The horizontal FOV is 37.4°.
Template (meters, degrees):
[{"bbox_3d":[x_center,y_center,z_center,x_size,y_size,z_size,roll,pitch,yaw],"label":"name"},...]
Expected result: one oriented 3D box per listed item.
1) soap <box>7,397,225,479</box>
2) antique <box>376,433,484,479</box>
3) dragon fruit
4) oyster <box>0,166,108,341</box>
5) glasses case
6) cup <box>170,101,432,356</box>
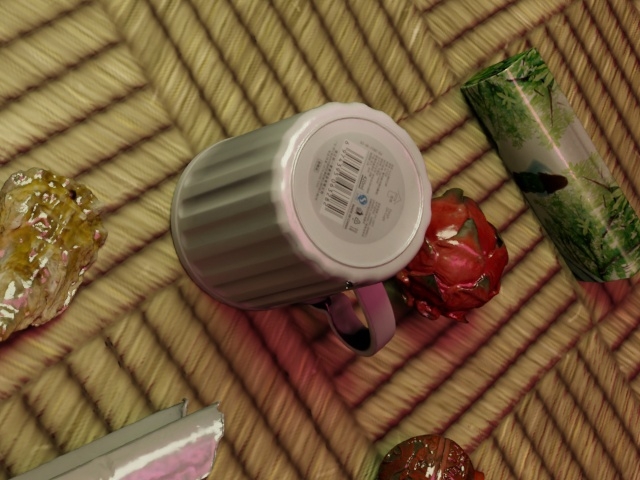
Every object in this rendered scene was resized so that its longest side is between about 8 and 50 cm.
[{"bbox_3d":[-0.168,0.293,0.700,0.302,0.159,0.257,-23,90,-29],"label":"soap"},{"bbox_3d":[0.102,0.235,0.909,0.104,0.104,0.104,6,79,-30],"label":"antique"},{"bbox_3d":[0.127,0.014,0.952,0.121,0.130,0.142,-8,65,8],"label":"dragon fruit"},{"bbox_3d":[-0.237,0.005,0.783,0.146,0.045,0.121,-30,84,-31],"label":"oyster"},{"bbox_3d":[0.263,-0.077,1.057,0.062,0.095,0.272,-40,102,-28],"label":"glasses case"},{"bbox_3d":[0.003,-0.015,0.829,0.221,0.202,0.167,30,70,-23],"label":"cup"}]
